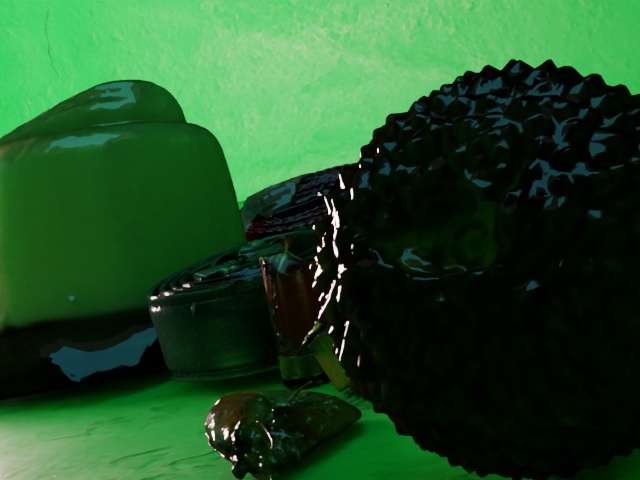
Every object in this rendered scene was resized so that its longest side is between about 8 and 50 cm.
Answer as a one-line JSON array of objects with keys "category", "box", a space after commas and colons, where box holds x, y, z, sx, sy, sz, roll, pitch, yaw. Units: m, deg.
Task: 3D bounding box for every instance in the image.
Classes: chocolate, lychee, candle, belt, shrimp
[{"category": "chocolate", "box": [-0.242, -0.005, 1.956, 0.326, 0.297, 0.314, -21, 5, -42]}, {"category": "lychee", "box": [0.133, 0.021, 1.133, 0.267, 0.268, 0.267, -14, 6, 2]}, {"category": "candle", "box": [-0.021, 0.060, 1.608, 0.052, 0.131, 0.052, -11, 7, 2]}, {"category": "belt", "box": [0.000, 0.000, 2.148, 0.200, 0.124, 0.128, -20, 27, -14]}, {"category": "shrimp", "box": [-0.028, 0.135, 1.354, 0.115, 0.051, 0.217, -11, 4, 2]}, {"category": "belt", "box": [-0.045, 0.057, 1.760, 0.206, 0.116, 0.267, -12, 9, 20]}]

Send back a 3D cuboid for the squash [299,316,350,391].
[{"category": "squash", "box": [0.097, 0.071, 1.521, 0.220, 0.133, 0.220, -28, -2, -1]}]
